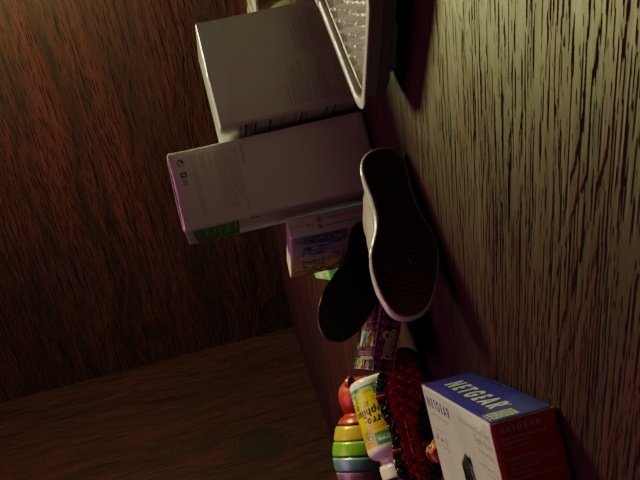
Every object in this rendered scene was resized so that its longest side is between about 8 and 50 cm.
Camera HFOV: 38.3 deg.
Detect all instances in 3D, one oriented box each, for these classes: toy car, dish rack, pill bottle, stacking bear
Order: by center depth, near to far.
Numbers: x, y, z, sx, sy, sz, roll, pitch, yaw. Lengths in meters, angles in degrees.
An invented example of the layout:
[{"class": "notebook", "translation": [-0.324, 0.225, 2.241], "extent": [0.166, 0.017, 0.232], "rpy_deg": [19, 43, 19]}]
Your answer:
[{"class": "dish rack", "translation": [0.046, -0.390, 1.339], "extent": [0.285, 0.072, 0.333], "rpy_deg": [91, 164, -61]}, {"class": "toy car", "translation": [0.202, 0.324, 1.582], "extent": [0.040, 0.060, 0.122], "rpy_deg": [6, 121, 49]}, {"class": "pill bottle", "translation": [0.141, 0.386, 1.906], "extent": [0.117, 0.117, 0.208], "rpy_deg": [95, 160, -69]}, {"class": "stacking bear", "translation": [0.106, 0.463, 2.175], "extent": [0.175, 0.164, 0.289], "rpy_deg": [9, -106, -50]}]

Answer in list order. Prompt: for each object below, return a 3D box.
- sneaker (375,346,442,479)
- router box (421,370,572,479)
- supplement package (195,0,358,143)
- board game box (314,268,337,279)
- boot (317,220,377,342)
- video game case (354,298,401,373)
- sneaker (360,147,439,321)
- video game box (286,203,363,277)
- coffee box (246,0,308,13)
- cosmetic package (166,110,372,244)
[{"class": "sneaker", "translation": [0.162, 0.329, 1.693], "extent": [0.125, 0.104, 0.262], "rpy_deg": [49, -146, -78]}, {"class": "router box", "translation": [0.240, 0.342, 1.191], "extent": [0.335, 0.082, 0.301], "rpy_deg": [165, 91, -83]}, {"class": "supplement package", "translation": [-0.082, -0.305, 1.720], "extent": [0.198, 0.262, 0.199], "rpy_deg": [125, 132, -80]}, {"class": "board game box", "translation": [0.000, 0.000, 2.546], "extent": [0.317, 0.046, 0.214], "rpy_deg": [171, 85, -83]}, {"class": "boot", "translation": [0.049, 0.110, 1.687], "extent": [0.229, 0.091, 0.263], "rpy_deg": [108, -176, -58]}, {"class": "video game case", "translation": [0.110, 0.131, 1.645], "extent": [0.232, 0.041, 0.210], "rpy_deg": [126, 155, -80]}, {"class": "sneaker", "translation": [0.123, 0.005, 1.431], "extent": [0.123, 0.105, 0.290], "rpy_deg": [81, -177, -61]}, {"class": "video game box", "translation": [0.028, 0.001, 1.768], "extent": [0.205, 0.187, 0.048], "rpy_deg": [95, 160, -67]}, {"class": "coffee box", "translation": [-0.068, -0.481, 1.775], "extent": [0.246, 0.141, 0.098], "rpy_deg": [93, 162, -69]}, {"class": "cosmetic package", "translation": [-0.089, -0.116, 1.731], "extent": [0.197, 0.365, 0.155], "rpy_deg": [111, 146, -82]}]
